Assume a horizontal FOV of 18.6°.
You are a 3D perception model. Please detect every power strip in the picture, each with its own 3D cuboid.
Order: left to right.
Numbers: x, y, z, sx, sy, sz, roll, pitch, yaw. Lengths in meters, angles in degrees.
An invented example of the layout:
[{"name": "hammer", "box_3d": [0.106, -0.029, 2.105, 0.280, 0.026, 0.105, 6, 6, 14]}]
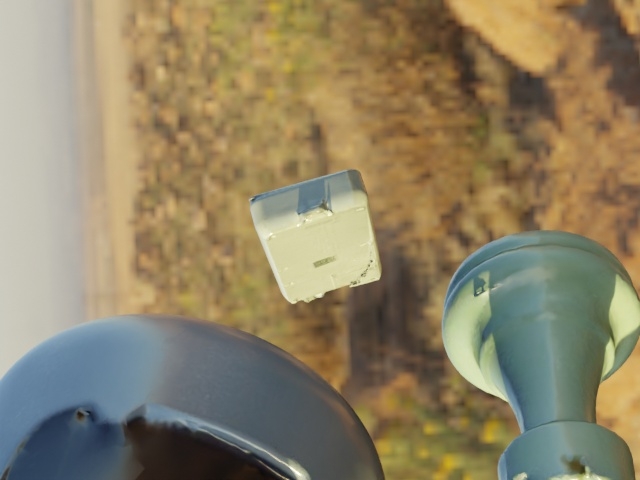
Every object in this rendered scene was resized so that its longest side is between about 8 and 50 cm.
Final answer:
[{"name": "power strip", "box_3d": [0.000, 0.000, 1.424, 0.192, 0.081, 0.035, 73, 180, -71]}]

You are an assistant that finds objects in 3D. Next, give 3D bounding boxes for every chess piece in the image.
[{"name": "chess piece", "box_3d": [0.218, 0.149, 1.816, 0.299, 0.194, 0.195, -93, 6, -50]}]

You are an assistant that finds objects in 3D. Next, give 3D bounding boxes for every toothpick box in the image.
[{"name": "toothpick box", "box_3d": [-0.099, 0.199, 0.990, 0.263, 0.263, 0.355, 97, -172, -47]}]
